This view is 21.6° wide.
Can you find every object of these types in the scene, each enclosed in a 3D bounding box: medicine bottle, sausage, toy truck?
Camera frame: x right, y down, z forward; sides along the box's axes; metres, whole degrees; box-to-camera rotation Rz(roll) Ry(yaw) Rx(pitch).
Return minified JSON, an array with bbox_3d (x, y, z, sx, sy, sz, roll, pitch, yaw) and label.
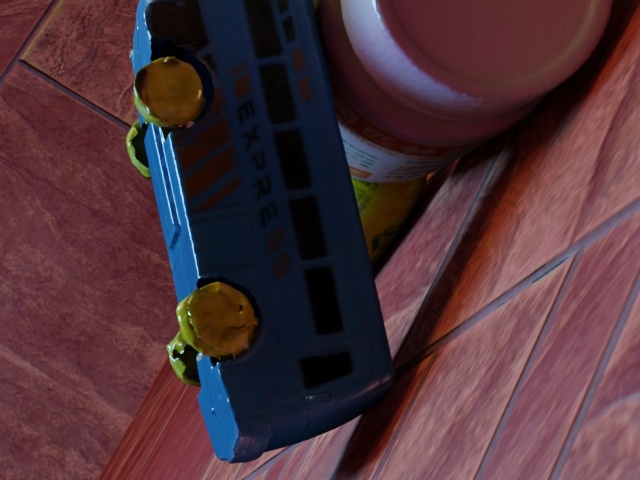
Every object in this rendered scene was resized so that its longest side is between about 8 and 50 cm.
[{"bbox_3d":[0.094,-0.179,1.430,0.219,0.219,0.388,-60,7,-12],"label":"medicine bottle"},{"bbox_3d":[0.000,0.000,1.724,0.347,0.123,0.123,-56,7,35],"label":"sausage"},{"bbox_3d":[-0.057,-0.022,1.331,0.161,0.162,0.384,121,138,-70],"label":"toy truck"}]
